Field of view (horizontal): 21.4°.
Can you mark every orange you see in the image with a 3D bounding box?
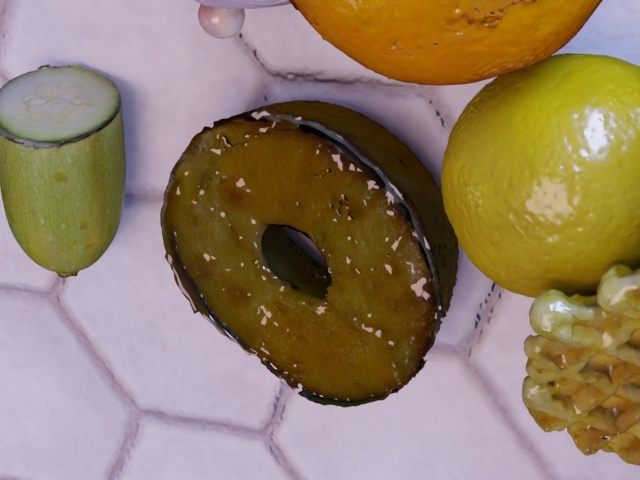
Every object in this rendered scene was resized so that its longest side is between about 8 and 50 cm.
[{"bbox_3d":[0.085,-0.223,1.136,0.246,0.246,0.246,15,125,23],"label":"orange"}]

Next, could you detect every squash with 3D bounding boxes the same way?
[{"bbox_3d":[-0.229,-0.049,1.517,0.123,0.123,0.186,16,128,23],"label":"squash"}]

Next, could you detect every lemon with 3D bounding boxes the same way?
[{"bbox_3d":[0.183,-0.047,1.229,0.203,0.178,0.178,-28,101,38],"label":"lemon"}]

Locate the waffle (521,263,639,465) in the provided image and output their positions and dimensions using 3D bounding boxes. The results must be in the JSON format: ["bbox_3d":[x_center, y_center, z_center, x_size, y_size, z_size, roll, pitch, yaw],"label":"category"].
[{"bbox_3d":[0.301,0.085,1.234,0.312,0.060,0.307,-12,145,19],"label":"waffle"}]

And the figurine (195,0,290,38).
[{"bbox_3d":[-0.094,-0.256,1.299,0.276,0.133,0.200,17,137,28],"label":"figurine"}]

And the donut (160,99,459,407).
[{"bbox_3d":[0.000,0.000,1.421,0.272,0.107,0.272,14,120,26],"label":"donut"}]
